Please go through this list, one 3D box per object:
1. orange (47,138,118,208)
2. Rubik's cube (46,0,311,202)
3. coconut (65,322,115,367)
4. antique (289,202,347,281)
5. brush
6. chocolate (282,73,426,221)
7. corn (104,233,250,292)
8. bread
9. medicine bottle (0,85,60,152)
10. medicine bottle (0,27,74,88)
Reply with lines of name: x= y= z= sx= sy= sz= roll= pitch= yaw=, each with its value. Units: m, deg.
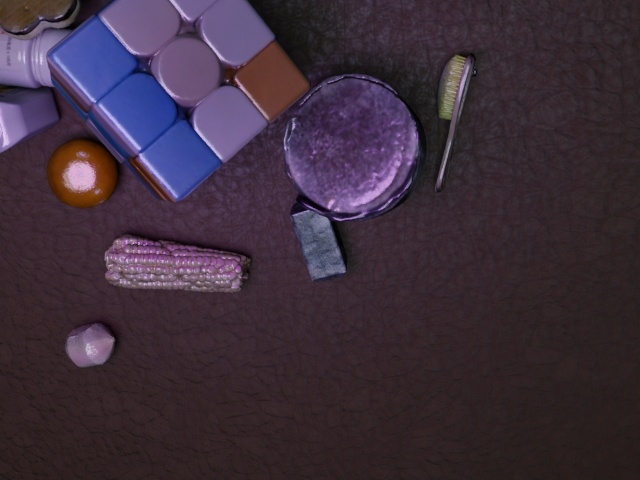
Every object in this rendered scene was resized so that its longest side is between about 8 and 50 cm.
orange: x=-0.532 y=-0.150 z=1.754 sx=0.156 sy=0.124 sz=0.156 roll=-2 pitch=99 yaw=-11
Rubik's cube: x=-0.283 y=-0.306 z=1.513 sx=0.347 sy=0.346 sz=0.344 roll=-44 pitch=106 yaw=-12
coconut: x=-0.554 y=0.250 z=1.905 sx=0.124 sy=0.110 sz=0.110 roll=-17 pitch=108 yaw=16
antique: x=0.000 y=0.000 z=1.796 sx=0.086 sy=0.088 sz=0.183 roll=-15 pitch=108 yaw=9
brush: x=0.276 y=-0.257 z=1.712 sx=0.067 sy=0.072 sz=0.312 roll=18 pitch=114 yaw=21
chocolate: x=0.093 y=-0.187 z=1.660 sx=0.303 sy=0.213 sz=0.303 roll=0 pitch=91 yaw=23
corn: x=-0.334 y=0.063 z=1.825 sx=0.335 sy=0.126 sz=0.126 roll=8 pitch=110 yaw=-4
bread: x=-0.571 y=-0.509 z=1.596 sx=0.286 sy=0.056 sz=0.207 roll=-39 pitch=75 yaw=-7
medicine bottle: x=-0.676 y=-0.246 z=1.619 sx=0.179 sy=0.324 sz=0.124 roll=-7 pitch=110 yaw=6
medicine bottle: x=-0.641 y=-0.397 z=1.662 sx=0.252 sy=0.144 sz=0.144 roll=9 pitch=110 yaw=2
